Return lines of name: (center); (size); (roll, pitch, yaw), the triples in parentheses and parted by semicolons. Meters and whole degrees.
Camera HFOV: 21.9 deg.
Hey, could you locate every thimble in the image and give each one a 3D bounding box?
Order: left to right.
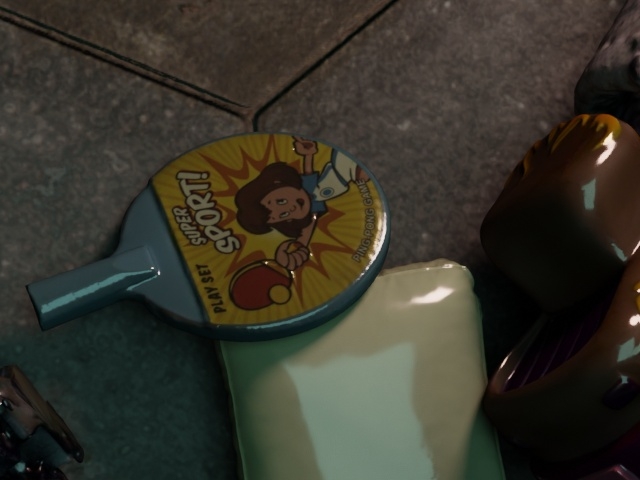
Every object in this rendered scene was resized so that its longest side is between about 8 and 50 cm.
thimble: (0.358, -0.151, 1.538); (0.217, 0.245, 0.157); (24, 78, 23)

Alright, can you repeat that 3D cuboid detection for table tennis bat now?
table tennis bat: (-0.096, 0.007, 1.463); (0.329, 0.044, 0.215); (-18, 59, -11)

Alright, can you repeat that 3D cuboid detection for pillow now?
pillow: (0.042, 0.187, 1.487); (0.255, 0.120, 0.322); (-9, 88, -11)

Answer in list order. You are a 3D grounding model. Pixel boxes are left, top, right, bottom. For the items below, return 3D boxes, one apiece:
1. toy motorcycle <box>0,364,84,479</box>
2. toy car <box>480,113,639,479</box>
toy motorcycle: (-0.269, 0.184, 1.388); (0.106, 0.159, 0.270); (-33, 93, 6)
toy car: (0.252, 0.053, 1.458); (0.240, 0.271, 0.340); (39, 52, -13)
